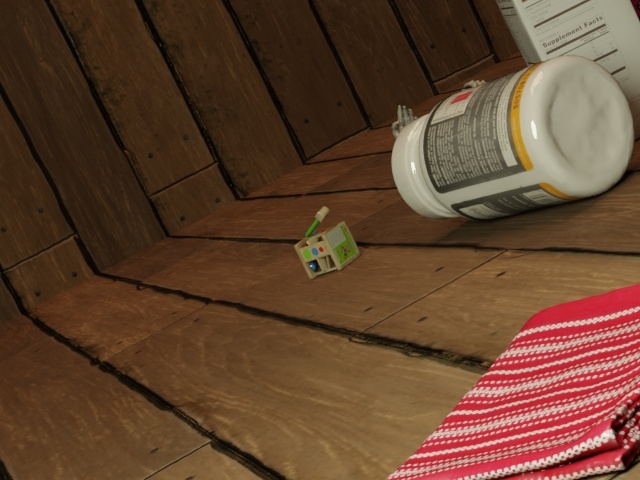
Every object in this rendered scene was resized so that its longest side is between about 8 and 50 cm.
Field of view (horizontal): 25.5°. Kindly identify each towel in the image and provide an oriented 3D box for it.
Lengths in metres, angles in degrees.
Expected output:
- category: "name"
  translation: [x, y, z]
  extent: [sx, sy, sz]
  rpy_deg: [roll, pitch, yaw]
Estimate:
- category: "towel"
  translation: [0.171, 0.096, 0.979]
  extent: [0.198, 0.031, 0.275]
  rpy_deg: [-21, 10, 38]

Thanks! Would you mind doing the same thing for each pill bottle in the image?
- category: "pill bottle"
  translation: [0.215, -0.109, 1.649]
  extent: [0.162, 0.162, 0.278]
  rpy_deg: [-32, 10, -33]

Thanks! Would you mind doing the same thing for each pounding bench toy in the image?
- category: "pounding bench toy"
  translation: [0.000, 0.000, 1.897]
  extent: [0.065, 0.083, 0.052]
  rpy_deg: [-18, 12, 40]

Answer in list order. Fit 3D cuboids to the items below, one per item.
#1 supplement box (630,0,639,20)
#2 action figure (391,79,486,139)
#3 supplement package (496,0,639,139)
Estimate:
- category: "supplement box"
  translation: [0.444, -0.425, 1.959]
  extent: [0.220, 0.111, 0.114]
  rpy_deg: [-62, 11, 15]
- category: "action figure"
  translation: [0.187, -0.154, 2.097]
  extent: [0.164, 0.141, 0.275]
  rpy_deg: [-16, 6, -6]
- category: "supplement package"
  translation: [0.336, -0.242, 1.803]
  extent: [0.133, 0.244, 0.139]
  rpy_deg: [-26, 9, 2]
